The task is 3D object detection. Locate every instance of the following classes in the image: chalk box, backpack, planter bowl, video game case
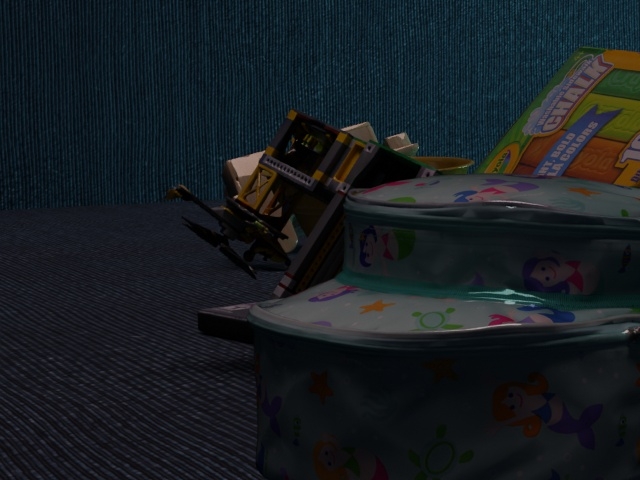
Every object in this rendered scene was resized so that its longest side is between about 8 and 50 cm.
[{"bbox_3d":[0.253,-0.038,1.179,0.179,0.180,0.289,42,-7,-24],"label":"chalk box"},{"bbox_3d":[0.091,0.060,0.752,0.253,0.191,0.225,-12,12,-38],"label":"backpack"},{"bbox_3d":[0.049,-0.032,1.440,0.217,0.090,0.217,-2,8,0],"label":"planter bowl"},{"bbox_3d":[0.049,0.073,1.369,0.274,0.026,0.196,-7,8,-39],"label":"video game case"}]

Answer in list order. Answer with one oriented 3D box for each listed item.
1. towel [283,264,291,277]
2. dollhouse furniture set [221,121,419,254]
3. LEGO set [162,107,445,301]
[{"bbox_3d":[0.165,0.020,1.486,0.324,0.056,0.312,3,6,25],"label":"towel"},{"bbox_3d":[0.000,0.000,2.041,0.303,0.174,0.355,-16,-19,-19],"label":"dollhouse furniture set"},{"bbox_3d":[0.042,0.042,1.139,0.255,0.192,0.331,33,-1,-42],"label":"LEGO set"}]
